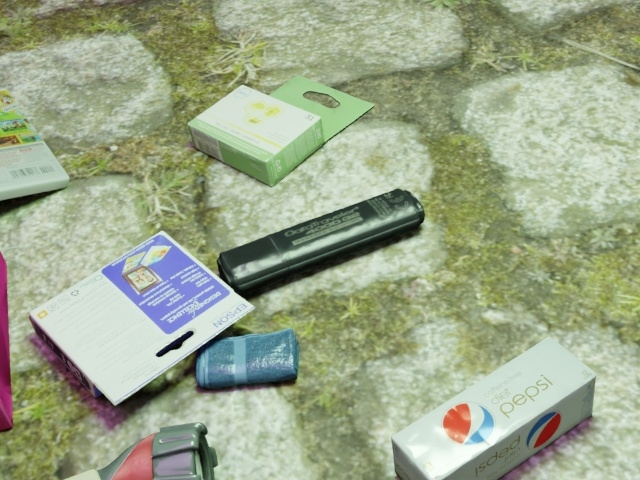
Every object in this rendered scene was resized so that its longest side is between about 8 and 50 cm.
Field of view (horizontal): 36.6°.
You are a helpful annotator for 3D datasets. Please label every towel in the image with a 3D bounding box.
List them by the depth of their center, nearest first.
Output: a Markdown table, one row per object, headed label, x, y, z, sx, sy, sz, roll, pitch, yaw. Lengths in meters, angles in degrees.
| label | x | y | z | sx | sy | sz | roll | pitch | yaw |
| --- | --- | --- | --- | --- | --- | --- | --- | --- | --- |
| towel | -0.085 | 0.138 | 1.128 | 0.119 | 0.029 | 0.067 | -6 | 43 | 3 |

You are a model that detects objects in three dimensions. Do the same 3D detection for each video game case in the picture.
| label | x | y | z | sx | sy | sz | roll | pitch | yaw |
| --- | --- | --- | --- | --- | --- | --- | --- | --- | --- |
| video game case | -0.510 | -0.134 | 1.392 | 0.227 | 0.026 | 0.206 | -17 | 58 | -42 |

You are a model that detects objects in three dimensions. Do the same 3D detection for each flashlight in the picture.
| label | x | y | z | sx | sy | sz | roll | pitch | yaw |
| --- | --- | --- | --- | --- | --- | --- | --- | --- | --- |
| flashlight | -0.259 | 0.257 | 0.986 | 0.304 | 0.103 | 0.103 | -10 | 68 | 6 |

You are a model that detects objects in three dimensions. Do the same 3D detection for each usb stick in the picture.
| label | x | y | z | sx | sy | sz | roll | pitch | yaw |
| --- | --- | --- | --- | --- | --- | --- | --- | --- | --- |
| usb stick | 0.000 | 0.000 | 1.253 | 0.278 | 0.045 | 0.077 | -21 | 37 | -12 |

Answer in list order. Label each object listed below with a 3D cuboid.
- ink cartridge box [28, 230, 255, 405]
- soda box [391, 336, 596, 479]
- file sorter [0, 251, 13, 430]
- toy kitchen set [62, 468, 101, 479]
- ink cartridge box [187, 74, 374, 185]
| label | x | y | z | sx | sy | sz | roll | pitch | yaw |
| --- | --- | --- | --- | --- | --- | --- | --- | --- | --- |
| ink cartridge box | -0.217 | 0.098 | 1.182 | 0.206 | 0.045 | 0.208 | -34 | 47 | -25 |
| soda box | 0.180 | 0.190 | 0.998 | 0.216 | 0.069 | 0.074 | -28 | 45 | -20 |
| file sorter | -0.488 | 0.076 | 1.139 | 0.182 | 0.202 | 0.291 | -16 | 43 | -6 |
| toy kitchen set | -0.200 | 0.337 | 0.831 | 0.122 | 0.166 | 0.207 | -24 | 44 | -16 |
| ink cartridge box | -0.057 | -0.190 | 1.462 | 0.171 | 0.056 | 0.235 | 27 | 56 | 34 |
